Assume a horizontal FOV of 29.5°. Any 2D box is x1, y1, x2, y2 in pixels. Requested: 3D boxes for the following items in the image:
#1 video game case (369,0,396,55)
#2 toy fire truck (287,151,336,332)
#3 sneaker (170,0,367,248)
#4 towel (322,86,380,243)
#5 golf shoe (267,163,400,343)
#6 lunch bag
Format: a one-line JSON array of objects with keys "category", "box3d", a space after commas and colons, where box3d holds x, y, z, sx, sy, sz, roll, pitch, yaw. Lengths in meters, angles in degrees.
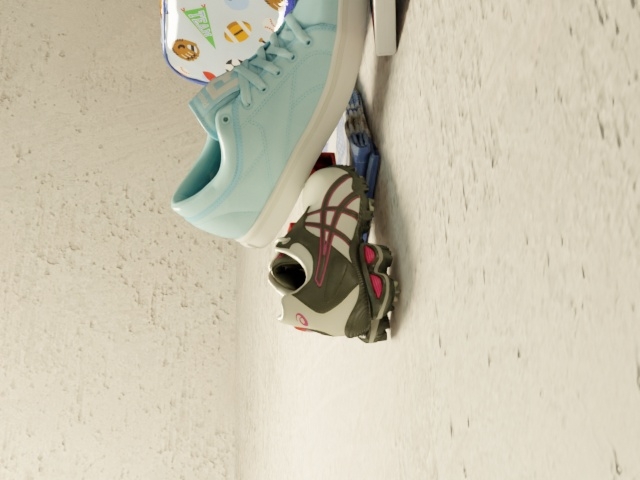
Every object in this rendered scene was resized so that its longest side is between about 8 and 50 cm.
[{"category": "video game case", "box3d": [0.059, -0.373, 1.343, 0.204, 0.025, 0.285, 85, -178, -48]}, {"category": "toy fire truck", "box3d": [-0.008, 0.002, 1.486, 0.135, 0.047, 0.192, 112, 156, -63]}, {"category": "sneaker", "box3d": [-0.066, -0.163, 1.401, 0.365, 0.150, 0.135, -67, 28, 15]}, {"category": "towel", "box3d": [0.027, -0.076, 1.525, 0.285, 0.034, 0.209, -103, 18, -63]}, {"category": "golf shoe", "box3d": [0.000, 0.000, 1.303, 0.272, 0.120, 0.105, -107, 22, -55]}, {"category": "lunch bag", "box3d": [-0.075, -0.311, 1.517, 0.303, 0.243, 0.115, 101, -170, -50]}]
